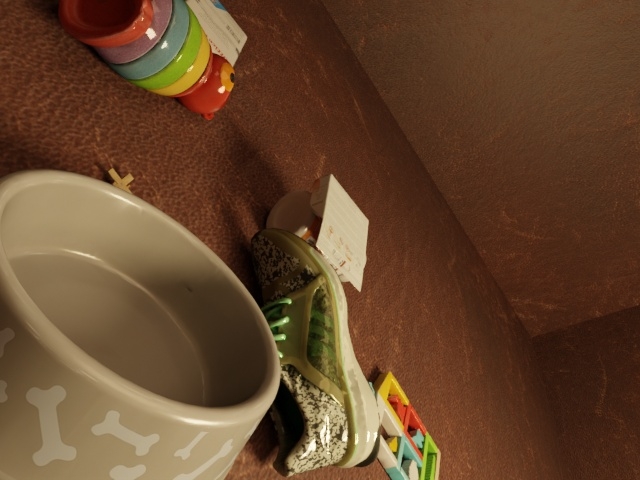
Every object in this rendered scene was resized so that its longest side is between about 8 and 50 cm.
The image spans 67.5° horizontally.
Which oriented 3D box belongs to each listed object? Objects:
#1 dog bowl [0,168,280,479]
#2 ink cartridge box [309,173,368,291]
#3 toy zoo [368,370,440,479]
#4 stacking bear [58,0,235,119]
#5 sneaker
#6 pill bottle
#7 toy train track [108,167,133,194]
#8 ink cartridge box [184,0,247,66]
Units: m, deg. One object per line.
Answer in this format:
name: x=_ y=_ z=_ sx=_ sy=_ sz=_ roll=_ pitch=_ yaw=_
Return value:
dog bowl: x=-0.182 y=0.071 z=0.452 sx=0.349 sy=0.102 sz=0.348 roll=43 pitch=11 yaw=-10
ink cartridge box: x=0.031 y=-0.011 z=0.877 sx=0.145 sy=0.045 sz=0.179 roll=47 pitch=40 yaw=-35
toy zoo: x=0.169 y=0.416 z=1.017 sx=0.293 sy=0.030 sz=0.192 roll=59 pitch=26 yaw=-11
stacking bear: x=-0.243 y=-0.305 z=0.772 sx=0.289 sy=0.165 sz=0.175 roll=34 pitch=54 yaw=-64
sneaker: x=-0.051 y=0.162 z=0.739 sx=0.182 sy=0.158 sz=0.409 roll=-3 pitch=63 yaw=-44
pill bottle: x=0.000 y=0.000 z=0.980 sx=0.216 sy=0.121 sz=0.121 roll=39 pitch=35 yaw=-42
toy train track: x=-0.281 y=-0.065 z=0.642 sx=0.048 sy=0.014 sz=0.083 roll=60 pitch=31 yaw=-25
ink cartridge box: x=-0.235 y=-0.410 z=0.962 sx=0.139 sy=0.082 sz=0.190 roll=47 pitch=32 yaw=-31
